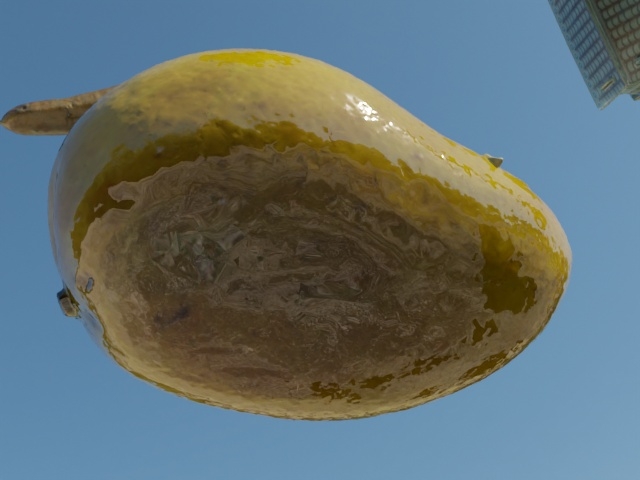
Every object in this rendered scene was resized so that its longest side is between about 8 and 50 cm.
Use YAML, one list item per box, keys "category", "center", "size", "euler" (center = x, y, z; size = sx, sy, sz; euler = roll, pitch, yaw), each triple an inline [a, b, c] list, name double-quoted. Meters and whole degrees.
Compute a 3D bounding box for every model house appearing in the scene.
- category: "model house"
  center: [0.486, -0.337, 1.412]
  size: [0.215, 0.224, 0.198]
  euler: [-9, -17, -41]

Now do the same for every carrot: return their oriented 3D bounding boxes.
- category: "carrot"
  center: [-0.270, -0.164, 1.141]
  size: [0.298, 0.078, 0.078]
  euler: [-13, -34, -18]

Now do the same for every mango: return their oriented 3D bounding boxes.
- category: "mango"
  center: [0.000, 0.000, 0.771]
  size: [0.445, 0.301, 0.220]
  euler: [5, 3, -15]
